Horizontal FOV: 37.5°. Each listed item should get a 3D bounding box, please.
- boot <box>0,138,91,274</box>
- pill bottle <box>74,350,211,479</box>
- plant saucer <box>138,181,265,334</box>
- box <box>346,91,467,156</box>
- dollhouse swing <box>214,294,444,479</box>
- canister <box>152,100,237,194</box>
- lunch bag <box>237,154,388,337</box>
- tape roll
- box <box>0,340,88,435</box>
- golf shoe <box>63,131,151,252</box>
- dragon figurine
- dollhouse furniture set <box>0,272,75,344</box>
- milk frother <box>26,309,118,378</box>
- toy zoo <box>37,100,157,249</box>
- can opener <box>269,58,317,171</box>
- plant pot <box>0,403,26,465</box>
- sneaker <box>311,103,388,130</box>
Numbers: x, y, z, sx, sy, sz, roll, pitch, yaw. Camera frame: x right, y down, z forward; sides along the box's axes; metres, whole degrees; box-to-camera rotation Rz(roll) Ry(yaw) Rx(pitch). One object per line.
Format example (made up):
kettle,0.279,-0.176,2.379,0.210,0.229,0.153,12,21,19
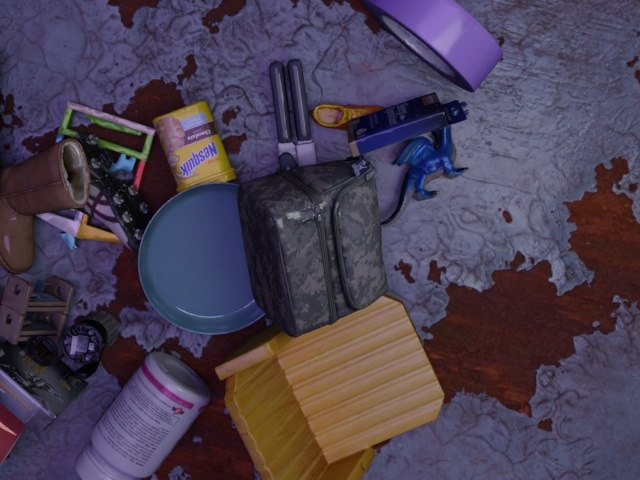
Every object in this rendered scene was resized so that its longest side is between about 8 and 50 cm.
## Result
boot,-0.554,-0.060,1.856,0.269,0.089,0.236,-9,97,38
pill bottle,-0.369,0.383,1.938,0.160,0.160,0.283,37,95,-3
plant saucer,-0.213,0.035,1.915,0.317,0.043,0.318,-4,104,-16
box,0.161,-0.230,1.808,0.225,0.136,0.037,-17,114,7
dollhouse swing,0.041,0.312,1.872,0.304,0.315,0.347,-22,96,24
canister,-0.257,-0.185,1.914,0.126,0.073,0.170,-21,95,1
lunch bag,0.000,0.000,1.823,0.256,0.212,0.305,-20,115,-23
tape roll,0.211,-0.400,1.782,0.274,0.275,0.090,39,97,-3
box,-0.581,0.279,1.893,0.183,0.231,0.056,42,97,-3
golf shoe,-0.440,-0.084,1.899,0.120,0.105,0.273,-31,94,24
dragon figurine,0.199,-0.158,1.903,0.289,0.085,0.144,-39,93,0
dollhouse furniture set,-0.631,0.119,1.950,0.183,0.129,0.129,21,97,28
milk frother,-0.507,0.203,1.932,0.143,0.135,0.129,27,96,-1
toy zoo,-0.470,-0.120,1.947,0.192,0.030,0.293,17,97,-1
can opener,-0.054,-0.219,1.895,0.075,0.095,0.284,-7,103,1
plant pot,-0.725,0.346,1.905,0.243,0.275,0.275,33,96,-12
sneaker,0.068,-0.245,1.907,0.175,0.067,0.064,0,95,-1
